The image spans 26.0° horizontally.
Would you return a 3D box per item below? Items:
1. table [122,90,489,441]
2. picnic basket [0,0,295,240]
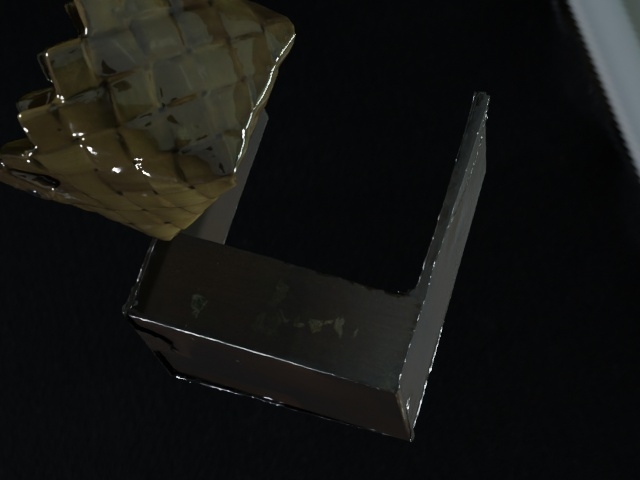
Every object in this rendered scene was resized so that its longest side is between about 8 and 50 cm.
[{"bbox_3d":[0.000,0.000,1.264,0.251,0.196,0.282,14,-108,13],"label":"table"},{"bbox_3d":[-0.118,-0.081,0.630,0.179,0.138,0.128,21,-111,-17],"label":"picnic basket"}]
